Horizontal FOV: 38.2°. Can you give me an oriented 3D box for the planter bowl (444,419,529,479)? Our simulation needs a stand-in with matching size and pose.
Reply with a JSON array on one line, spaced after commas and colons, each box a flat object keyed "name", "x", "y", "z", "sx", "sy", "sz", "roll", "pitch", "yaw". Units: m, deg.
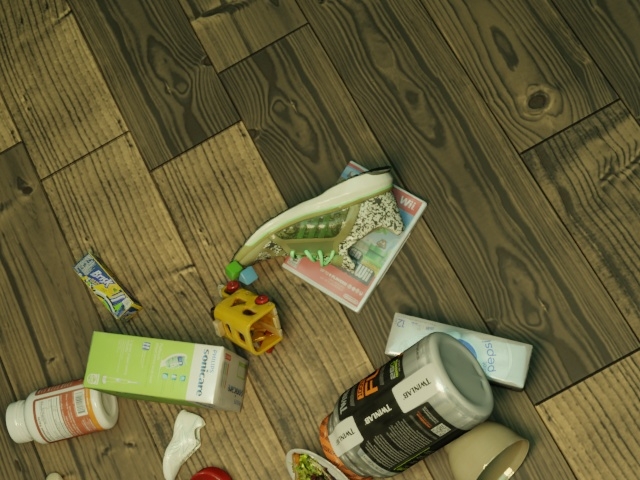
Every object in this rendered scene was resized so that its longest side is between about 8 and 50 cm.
[{"name": "planter bowl", "x": 0.311, "y": 0.414, "z": 1.804, "sx": 0.162, "sy": 0.162, "sz": 0.109, "roll": -46, "pitch": 55, "yaw": -4}]

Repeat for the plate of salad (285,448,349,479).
[{"name": "plate of salad", "x": 0.004, "y": 0.492, "z": 1.818, "sx": 0.200, "sy": 0.200, "sz": 0.048, "roll": 34, "pitch": 52, "yaw": 17}]

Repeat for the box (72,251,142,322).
[{"name": "box", "x": -0.480, "y": 0.107, "z": 2.082, "sx": 0.054, "sy": 0.059, "sz": 0.169, "roll": -44, "pitch": 72, "yaw": -2}]

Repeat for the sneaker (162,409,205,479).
[{"name": "sneaker", "x": -0.291, "y": 0.439, "z": 1.958, "sx": 0.061, "sy": 0.053, "sz": 0.152, "roll": 14, "pitch": 78, "yaw": 11}]

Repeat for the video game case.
[{"name": "video game case", "x": 0.075, "y": -0.010, "z": 2.026, "sx": 0.204, "sy": 0.025, "sz": 0.285, "roll": 31, "pitch": 82, "yaw": 17}]

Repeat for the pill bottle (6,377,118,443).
[{"name": "pill bottle", "x": -0.558, "y": 0.370, "z": 1.993, "sx": 0.216, "sy": 0.121, "sz": 0.121, "roll": -15, "pitch": 73, "yaw": 7}]

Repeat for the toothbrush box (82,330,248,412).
[{"name": "toothbrush box", "x": -0.317, "y": 0.278, "z": 1.927, "sx": 0.283, "sy": 0.206, "sz": 0.122, "roll": 6, "pitch": 76, "yaw": 13}]

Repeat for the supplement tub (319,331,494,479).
[{"name": "supplement tub", "x": 0.159, "y": 0.332, "z": 1.785, "sx": 0.316, "sy": 0.193, "sz": 0.193, "roll": -39, "pitch": 69, "yaw": 26}]

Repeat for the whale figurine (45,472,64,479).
[{"name": "whale figurine", "x": -0.607, "y": 0.630, "z": 1.944, "sx": 0.216, "sy": 0.141, "sz": 0.272, "roll": 24, "pitch": 56, "yaw": 16}]

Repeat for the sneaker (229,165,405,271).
[{"name": "sneaker", "x": 0.000, "y": 0.000, "z": 1.960, "sx": 0.410, "sy": 0.158, "sz": 0.182, "roll": -27, "pitch": 89, "yaw": 8}]

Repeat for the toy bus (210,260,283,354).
[{"name": "toy bus", "x": -0.174, "y": 0.162, "z": 1.937, "sx": 0.104, "sy": 0.202, "sz": 0.191, "roll": -34, "pitch": 81, "yaw": -31}]

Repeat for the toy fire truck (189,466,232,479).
[{"name": "toy fire truck", "x": -0.207, "y": 0.622, "z": 1.853, "sx": 0.302, "sy": 0.169, "sz": 0.253, "roll": 19, "pitch": 103, "yaw": 16}]

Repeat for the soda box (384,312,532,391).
[{"name": "soda box", "x": 0.282, "y": 0.229, "z": 1.883, "sx": 0.286, "sy": 0.098, "sz": 0.091, "roll": 13, "pitch": 78, "yaw": 13}]
